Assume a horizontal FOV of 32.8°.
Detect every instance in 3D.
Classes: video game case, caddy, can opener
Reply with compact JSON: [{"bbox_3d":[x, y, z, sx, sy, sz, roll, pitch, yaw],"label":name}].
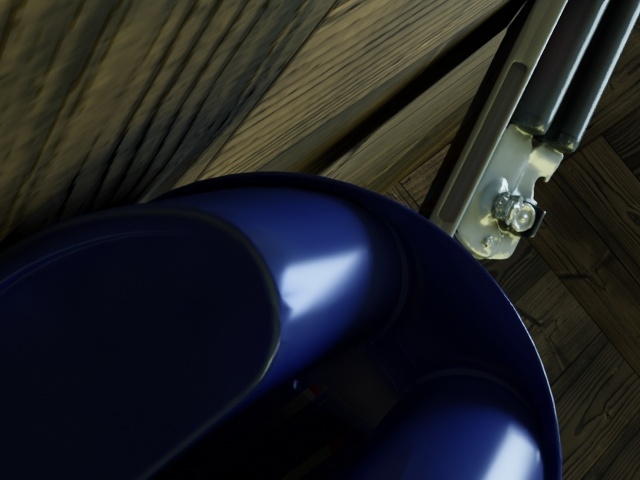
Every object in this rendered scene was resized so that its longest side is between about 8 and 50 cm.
[{"bbox_3d":[0.125,-0.073,0.927,0.285,0.025,0.204,-64,179,-1],"label":"video game case"},{"bbox_3d":[-0.066,0.124,0.440,0.341,0.241,0.179,-39,174,13],"label":"caddy"},{"bbox_3d":[0.187,-0.112,0.949,0.093,0.074,0.280,34,-82,56],"label":"can opener"}]
